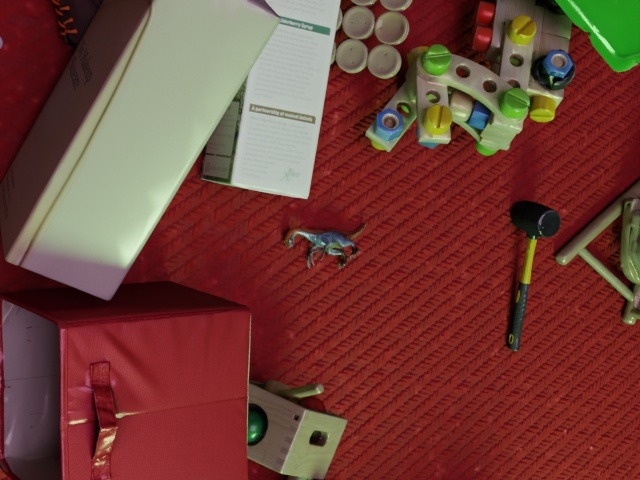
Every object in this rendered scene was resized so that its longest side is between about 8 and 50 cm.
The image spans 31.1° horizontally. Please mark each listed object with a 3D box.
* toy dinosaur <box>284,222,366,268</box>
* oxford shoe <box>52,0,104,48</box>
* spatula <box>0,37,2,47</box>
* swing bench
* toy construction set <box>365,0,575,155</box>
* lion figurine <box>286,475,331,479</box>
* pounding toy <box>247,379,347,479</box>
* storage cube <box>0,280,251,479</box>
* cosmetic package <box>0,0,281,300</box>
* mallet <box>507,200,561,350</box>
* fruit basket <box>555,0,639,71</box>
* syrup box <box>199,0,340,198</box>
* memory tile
[{"bbox_3d":[0.000,0.000,1.303,0.082,0.047,0.090,35,47,-18],"label":"toy dinosaur"},{"bbox_3d":[-0.226,-0.242,1.112,0.271,0.097,0.098,43,83,-25],"label":"oxford shoe"},{"bbox_3d":[-0.421,-0.152,1.063,0.242,0.019,0.168,8,92,-28],"label":"spatula"},{"bbox_3d":[0.478,-0.020,1.416,0.165,0.253,0.254,39,79,-26],"label":"swing bench"},{"bbox_3d":[0.184,-0.241,1.307,0.215,0.151,0.327,12,83,-3],"label":"toy construction set"},{"bbox_3d":[-0.098,0.368,1.241,0.392,0.142,0.240,9,91,-22],"label":"lion figurine"},{"bbox_3d":[-0.042,0.185,1.210,0.141,0.130,0.100,31,80,-62],"label":"pounding toy"},{"bbox_3d":[-0.193,0.146,1.116,0.193,0.215,0.183,-4,98,-33],"label":"storage cube"},{"bbox_3d":[-0.177,-0.119,1.060,0.113,0.160,0.309,24,106,-28],"label":"cosmetic package"},{"bbox_3d":[0.251,0.042,1.434,0.039,0.062,0.189,2,111,-26],"label":"mallet"},{"bbox_3d":[0.353,-0.418,1.252,0.392,0.283,0.392,5,81,-35],"label":"fruit basket"},{"bbox_3d":[-0.052,-0.170,1.210,0.096,0.093,0.237,9,92,-28],"label":"syrup box"},{"bbox_3d":[0.045,-0.256,1.256,0.012,0.113,0.148,2,99,-73],"label":"memory tile"}]
